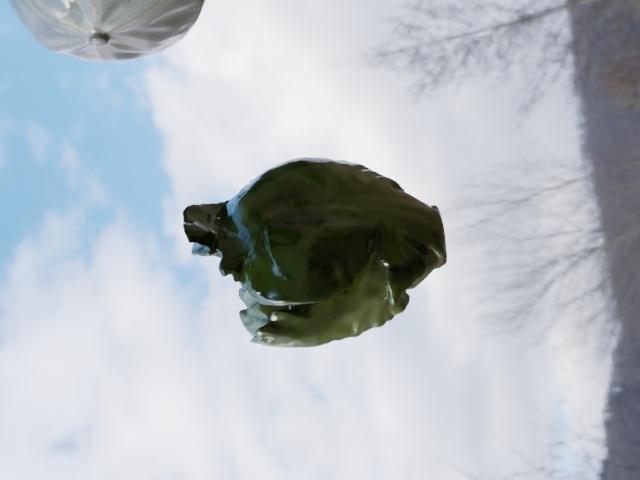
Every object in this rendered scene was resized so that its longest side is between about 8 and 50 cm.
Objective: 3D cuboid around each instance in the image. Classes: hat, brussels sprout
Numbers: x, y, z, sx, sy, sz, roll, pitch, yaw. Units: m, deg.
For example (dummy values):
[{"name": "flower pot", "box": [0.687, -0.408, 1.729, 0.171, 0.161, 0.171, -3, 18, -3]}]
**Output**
[{"name": "hat", "box": [-0.147, -0.249, 0.948, 0.275, 0.232, 0.161, -25, -87, -42]}, {"name": "brussels sprout", "box": [0.001, -0.002, 0.748, 0.100, 0.181, 0.139, 79, 176, -56]}]
